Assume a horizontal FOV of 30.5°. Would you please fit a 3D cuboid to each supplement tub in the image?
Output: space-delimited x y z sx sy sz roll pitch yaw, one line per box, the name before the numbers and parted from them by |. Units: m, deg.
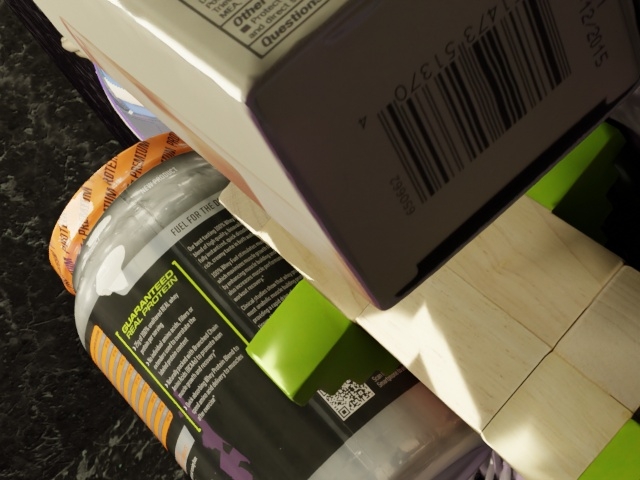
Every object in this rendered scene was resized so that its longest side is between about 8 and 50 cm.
supplement tub | -0.041 0.079 0.834 0.316 0.193 0.193 47 172 19

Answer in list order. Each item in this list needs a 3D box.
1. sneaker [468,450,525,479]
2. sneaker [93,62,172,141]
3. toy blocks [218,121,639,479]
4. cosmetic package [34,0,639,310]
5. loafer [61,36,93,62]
sneaker | 0.155 0.181 0.991 0.235 0.094 0.153 12 -178 -39
sneaker | -0.107 -0.151 0.852 0.323 0.130 0.236 56 174 -18
toy blocks | 0.120 0.062 0.642 0.261 0.191 0.381 39 -179 -43
cosmetic package | -0.028 -0.122 0.500 0.296 0.153 0.129 42 170 43
loafer | -0.164 -0.194 1.087 0.092 0.102 0.268 37 -171 -6
